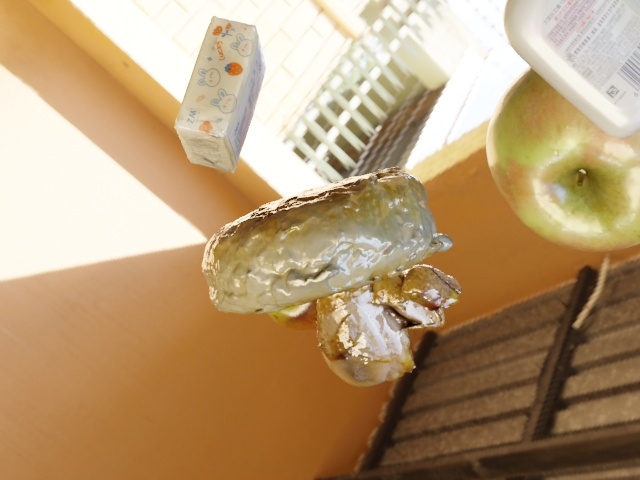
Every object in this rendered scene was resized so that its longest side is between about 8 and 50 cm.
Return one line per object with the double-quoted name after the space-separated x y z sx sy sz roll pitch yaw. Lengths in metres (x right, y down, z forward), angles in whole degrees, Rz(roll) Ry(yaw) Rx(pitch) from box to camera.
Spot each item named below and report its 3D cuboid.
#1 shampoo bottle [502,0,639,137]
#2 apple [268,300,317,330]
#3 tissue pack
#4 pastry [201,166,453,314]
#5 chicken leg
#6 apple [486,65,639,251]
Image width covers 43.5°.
0.219 -0.195 0.707 0.108 0.221 0.051 -51 -174 0 "shampoo bottle"
-0.032 0.087 1.627 0.196 0.196 0.196 -45 -166 14 "apple"
-0.153 -0.224 1.253 0.148 0.092 0.196 86 17 -72 "tissue pack"
0.000 0.000 1.029 0.329 0.136 0.329 -17 -178 1 "pastry"
0.096 0.079 1.445 0.295 0.409 0.182 -15 -155 20 "chicken leg"
0.424 -0.151 1.262 0.319 0.319 0.277 -37 -171 40 "apple"
